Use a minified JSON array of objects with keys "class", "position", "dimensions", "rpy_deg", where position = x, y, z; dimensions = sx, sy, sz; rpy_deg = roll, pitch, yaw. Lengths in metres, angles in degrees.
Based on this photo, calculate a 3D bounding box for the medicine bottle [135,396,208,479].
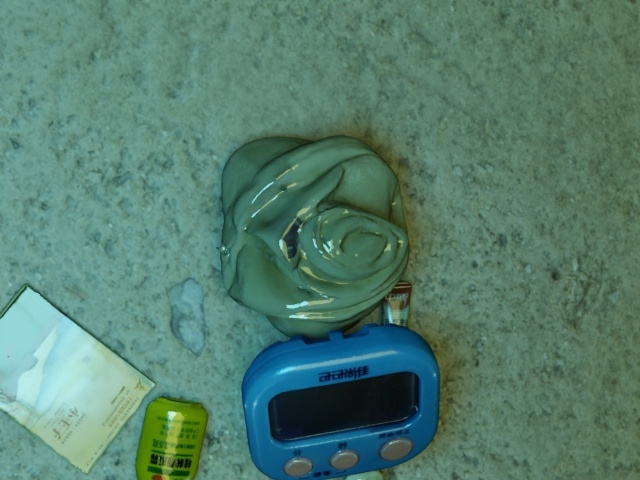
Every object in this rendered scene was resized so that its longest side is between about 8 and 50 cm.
[{"class":"medicine bottle","position":[-0.275,0.429,1.808],"dimensions":[0.111,0.076,0.309],"rpy_deg":[11,88,-14]}]

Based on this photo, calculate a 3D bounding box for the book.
[{"class":"book","position":[-0.456,0.238,1.784],"dimensions":[0.289,0.026,0.201],"rpy_deg":[39,79,-11]}]

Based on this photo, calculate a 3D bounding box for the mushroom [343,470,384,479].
[{"class":"mushroom","position":[0.075,0.445,1.905],"dimensions":[0.083,0.067,0.084],"rpy_deg":[-25,138,-24]}]

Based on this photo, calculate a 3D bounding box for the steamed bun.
[{"class":"steamed bun","position":[0.000,0.000,1.792],"dimensions":[0.342,0.255,0.368],"rpy_deg":[2,91,-17]}]

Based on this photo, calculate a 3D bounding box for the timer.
[{"class":"timer","position":[0.037,0.281,1.798],"dimensions":[0.340,0.115,0.309],"rpy_deg":[-9,130,-6]}]

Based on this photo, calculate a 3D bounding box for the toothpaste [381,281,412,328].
[{"class":"toothpaste","position":[0.140,0.197,1.940],"dimensions":[0.062,0.039,0.239],"rpy_deg":[1,88,-8]}]
